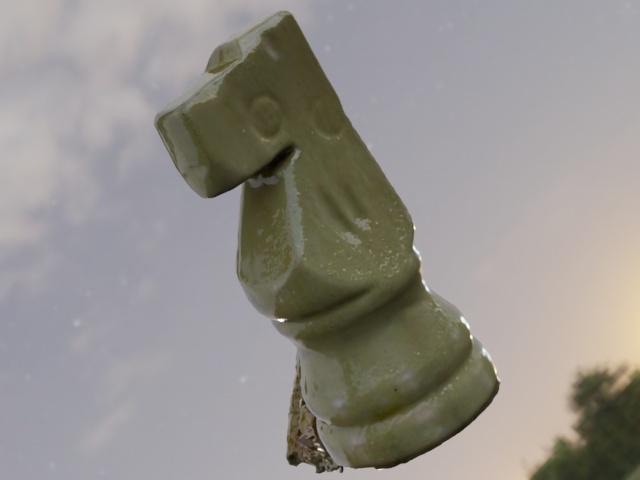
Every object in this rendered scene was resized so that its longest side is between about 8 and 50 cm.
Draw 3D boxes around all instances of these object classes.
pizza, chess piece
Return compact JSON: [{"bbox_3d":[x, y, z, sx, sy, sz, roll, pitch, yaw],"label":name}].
[{"bbox_3d":[0.005,0.113,1.096,0.161,0.062,0.182,-109,29,-66],"label":"pizza"},{"bbox_3d":[0.000,0.000,0.647,0.090,0.200,0.090,-26,16,8],"label":"chess piece"}]
